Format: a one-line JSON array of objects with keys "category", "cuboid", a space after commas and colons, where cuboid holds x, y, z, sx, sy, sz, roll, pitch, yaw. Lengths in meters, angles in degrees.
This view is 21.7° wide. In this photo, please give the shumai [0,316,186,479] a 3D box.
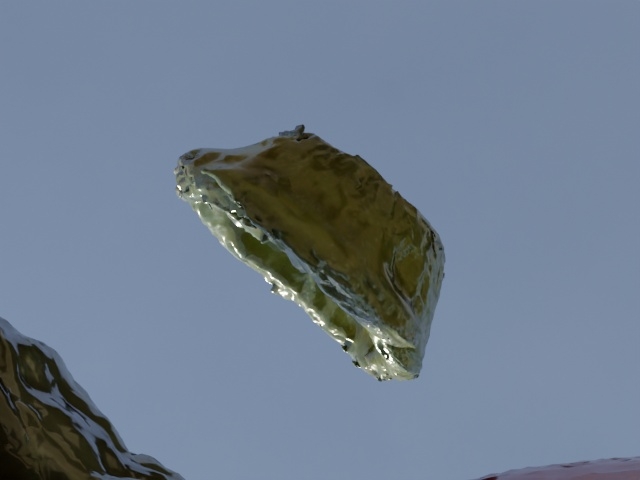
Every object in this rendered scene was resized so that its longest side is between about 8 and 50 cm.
[{"category": "shumai", "cuboid": [-0.108, 0.187, 0.700, 0.323, 0.324, 0.397, 9, 176, 13]}]

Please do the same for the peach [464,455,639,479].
[{"category": "peach", "cuboid": [0.082, 0.215, 0.445, 0.370, 0.370, 0.370, 14, -140, -12]}]

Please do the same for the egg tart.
[{"category": "egg tart", "cuboid": [0.000, 0.000, 0.963, 0.197, 0.197, 0.078, 37, -103, 16]}]
